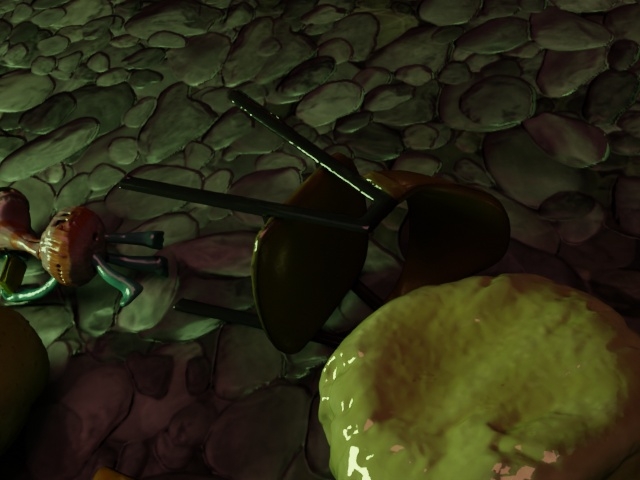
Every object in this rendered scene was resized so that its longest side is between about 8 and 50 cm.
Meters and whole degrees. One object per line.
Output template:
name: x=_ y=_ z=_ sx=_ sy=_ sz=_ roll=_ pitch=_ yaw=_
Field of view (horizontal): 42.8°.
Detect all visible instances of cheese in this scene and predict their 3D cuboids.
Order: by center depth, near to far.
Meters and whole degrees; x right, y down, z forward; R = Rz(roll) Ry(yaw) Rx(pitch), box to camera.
cheese: x=0.110 y=0.112 z=0.550 sx=0.226 sy=0.117 sz=0.214 roll=-18 pitch=38 yaw=-15

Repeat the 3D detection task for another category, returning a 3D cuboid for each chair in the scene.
chair: x=0.000 y=0.000 z=0.656 sx=0.247 sy=0.158 sz=0.172 roll=26 pitch=58 yaw=30

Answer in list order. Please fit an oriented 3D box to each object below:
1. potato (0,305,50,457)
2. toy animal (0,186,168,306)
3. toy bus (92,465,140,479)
potato: x=-0.319 y=0.144 z=0.616 sx=0.169 sy=0.143 sz=0.248 roll=25 pitch=51 yaw=33
toy animal: x=-0.244 y=0.013 z=0.753 sx=0.208 sy=0.100 sz=0.103 roll=12 pitch=93 yaw=17
toy bus: x=0.025 y=0.244 z=0.490 sx=0.409 sy=0.093 sz=0.092 roll=16 pitch=61 yaw=24
